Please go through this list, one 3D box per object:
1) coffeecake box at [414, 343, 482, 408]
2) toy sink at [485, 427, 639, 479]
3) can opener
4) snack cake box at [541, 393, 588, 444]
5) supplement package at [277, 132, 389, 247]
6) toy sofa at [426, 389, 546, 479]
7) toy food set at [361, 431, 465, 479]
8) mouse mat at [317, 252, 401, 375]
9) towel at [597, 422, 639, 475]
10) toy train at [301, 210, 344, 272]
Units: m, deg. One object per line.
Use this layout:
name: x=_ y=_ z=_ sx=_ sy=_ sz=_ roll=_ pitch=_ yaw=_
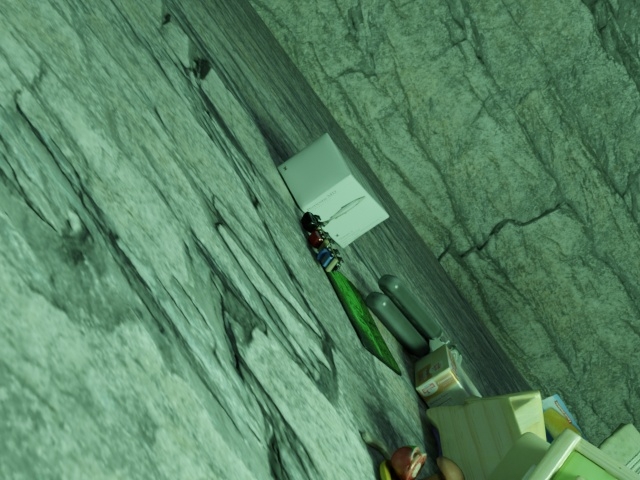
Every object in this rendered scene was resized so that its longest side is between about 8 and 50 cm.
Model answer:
coffeecake box: x=0.234 y=0.280 z=1.676 sx=0.185 sy=0.068 sz=0.142 roll=55 pitch=10 yaw=-6
toy sink: x=0.277 y=0.312 z=1.120 sx=0.234 sy=0.153 sz=0.131 roll=33 pitch=-16 yaw=30
can opener: x=0.158 y=0.160 z=1.771 sx=0.095 sy=0.076 sz=0.283 roll=16 pitch=-26 yaw=50
snack cake box: x=0.426 y=0.432 z=1.824 sx=0.089 sy=0.152 sz=0.264 roll=-10 pitch=62 yaw=-46
supplement package: x=0.024 y=-0.083 z=1.739 sx=0.179 sy=0.105 sz=0.105 roll=41 pitch=18 yaw=-56
toy sofa: x=0.253 y=0.350 z=1.395 sx=0.362 sy=0.177 sz=0.150 roll=-85 pitch=165 yaw=-76
toy food set: x=0.128 y=0.287 z=1.110 sx=0.128 sy=0.071 sz=0.218 roll=47 pitch=13 yaw=-44
mouse mat: x=0.061 y=0.114 z=1.561 sx=0.152 sy=0.007 sz=0.189 roll=42 pitch=16 yaw=-54
towel: x=0.473 y=0.480 z=1.516 sx=0.312 sy=0.324 sz=0.056 roll=48 pitch=-29 yaw=13
toy train: x=0.000 y=0.000 z=1.559 sx=0.036 sy=0.027 sz=0.158 roll=28 pitch=19 yaw=-30
